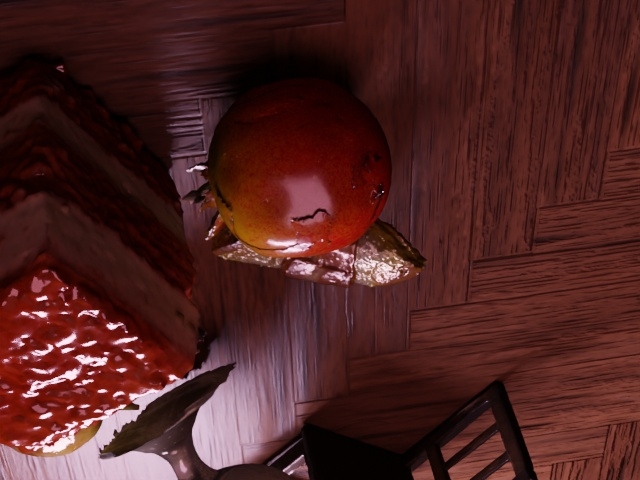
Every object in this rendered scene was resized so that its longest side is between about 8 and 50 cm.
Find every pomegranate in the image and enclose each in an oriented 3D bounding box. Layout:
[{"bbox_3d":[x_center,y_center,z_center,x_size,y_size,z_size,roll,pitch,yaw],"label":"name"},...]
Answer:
[{"bbox_3d":[-0.034,-0.075,1.524,0.235,0.210,0.210,-17,137,21],"label":"pomegranate"}]

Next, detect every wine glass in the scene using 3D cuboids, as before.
[{"bbox_3d":[-0.133,0.359,1.824,0.238,0.238,0.323,-28,100,14],"label":"wine glass"}]

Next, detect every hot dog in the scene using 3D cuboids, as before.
[{"bbox_3d":[0.002,-0.005,1.684,0.262,0.093,0.123,13,141,-4],"label":"hot dog"}]

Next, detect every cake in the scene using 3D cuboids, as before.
[{"bbox_3d":[-0.312,0.026,1.476,0.270,0.319,0.269,-30,135,16],"label":"cake"}]

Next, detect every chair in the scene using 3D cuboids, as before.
[{"bbox_3d":[0.076,0.374,2.004,0.241,0.203,0.416,20,126,-33],"label":"chair"}]

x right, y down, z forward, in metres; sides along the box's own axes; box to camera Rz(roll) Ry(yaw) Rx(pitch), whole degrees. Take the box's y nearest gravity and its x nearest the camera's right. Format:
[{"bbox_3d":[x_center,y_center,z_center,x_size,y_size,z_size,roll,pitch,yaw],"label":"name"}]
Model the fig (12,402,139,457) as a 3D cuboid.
[{"bbox_3d":[-0.323,0.207,1.809,0.159,0.159,0.257,-33,154,19],"label":"fig"}]
